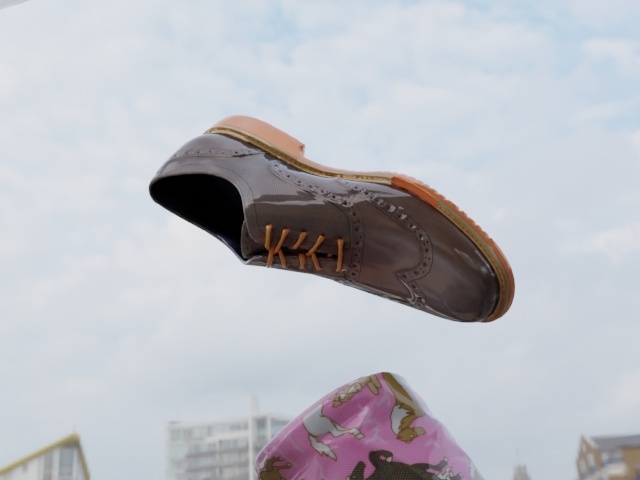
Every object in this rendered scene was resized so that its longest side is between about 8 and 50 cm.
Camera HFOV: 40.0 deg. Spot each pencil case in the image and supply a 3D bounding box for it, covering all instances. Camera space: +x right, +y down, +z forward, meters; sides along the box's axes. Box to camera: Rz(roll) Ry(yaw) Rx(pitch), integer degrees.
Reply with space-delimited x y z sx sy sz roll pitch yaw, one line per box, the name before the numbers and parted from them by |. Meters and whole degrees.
pencil case | 0.101 0.284 0.675 0.167 0.386 0.160 -36 -28 2

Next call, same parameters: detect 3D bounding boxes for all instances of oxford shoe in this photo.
oxford shoe | 0.000 0.000 0.817 0.363 0.132 0.130 24 -50 28

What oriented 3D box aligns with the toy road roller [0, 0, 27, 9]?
toy road roller | -0.305 -0.186 0.418 0.329 0.203 0.240 -19 13 -5
